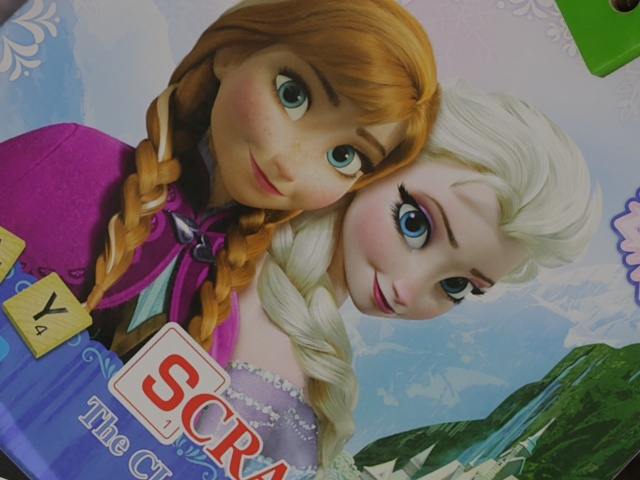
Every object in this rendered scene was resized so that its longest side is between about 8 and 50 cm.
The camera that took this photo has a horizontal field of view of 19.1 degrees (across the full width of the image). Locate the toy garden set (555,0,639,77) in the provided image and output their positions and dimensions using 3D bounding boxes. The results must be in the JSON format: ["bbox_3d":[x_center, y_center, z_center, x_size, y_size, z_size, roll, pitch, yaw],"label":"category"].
[{"bbox_3d":[0.152,-0.219,0.780,0.204,0.049,0.244,-31,72,26],"label":"toy garden set"}]

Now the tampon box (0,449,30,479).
[{"bbox_3d":[-0.087,0.063,0.909,0.161,0.120,0.101,21,108,0],"label":"tampon box"}]

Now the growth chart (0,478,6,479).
[{"bbox_3d":[-0.193,0.188,1.013,0.237,0.021,0.172,-14,106,10],"label":"growth chart"}]

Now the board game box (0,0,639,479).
[{"bbox_3d":[0.000,0.000,0.815,0.319,0.066,0.318,44,81,3],"label":"board game box"}]
